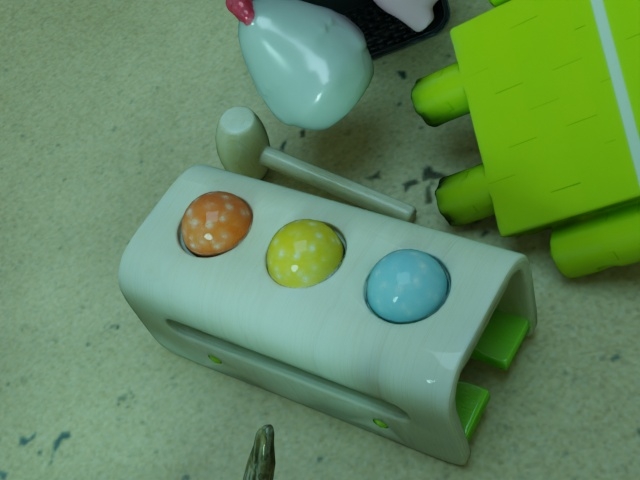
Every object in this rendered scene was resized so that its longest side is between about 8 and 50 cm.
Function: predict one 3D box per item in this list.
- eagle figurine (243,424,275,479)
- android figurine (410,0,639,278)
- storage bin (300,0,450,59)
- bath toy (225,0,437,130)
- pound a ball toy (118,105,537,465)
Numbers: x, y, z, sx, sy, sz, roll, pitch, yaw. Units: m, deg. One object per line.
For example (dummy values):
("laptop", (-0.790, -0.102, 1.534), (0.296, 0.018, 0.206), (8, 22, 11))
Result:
("eagle figurine", (-0.178, 0.215, 0.646), (0.298, 0.225, 0.226), (6, 68, 10))
("android figurine", (0.191, -0.104, 0.758), (0.273, 0.056, 0.248), (-21, 78, 40))
("storage bin", (0.015, -0.230, 0.971), (0.180, 0.122, 0.084), (-22, 49, 1))
("bath toy", (0.058, -0.246, 0.831), (0.348, 0.129, 0.151), (-48, 17, 9))
("pound a ball toy", (0.000, 0.000, 0.785), (0.319, 0.136, 0.208), (18, 60, 29))
